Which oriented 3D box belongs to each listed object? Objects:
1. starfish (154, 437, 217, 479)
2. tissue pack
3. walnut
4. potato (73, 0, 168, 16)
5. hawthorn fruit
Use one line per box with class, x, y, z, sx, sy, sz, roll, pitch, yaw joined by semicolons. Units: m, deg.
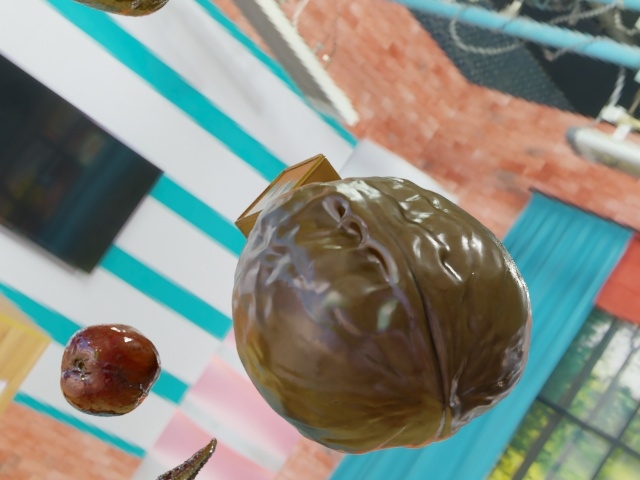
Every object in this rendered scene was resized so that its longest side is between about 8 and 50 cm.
starfish;-0.182;0.262;0.968;0.043;0.227;0.240;48;-36;-4
tissue pack;0.000;0.000;2.051;0.145;0.194;0.274;-21;-67;49
walnut;0.069;0.085;1.301;0.398;0.354;0.308;47;-21;54
potato;-0.254;-0.330;1.275;0.170;0.107;0.080;14;-2;-41
hawthorn fruit;-0.257;0.157;1.267;0.128;0.128;0.128;34;-5;3
